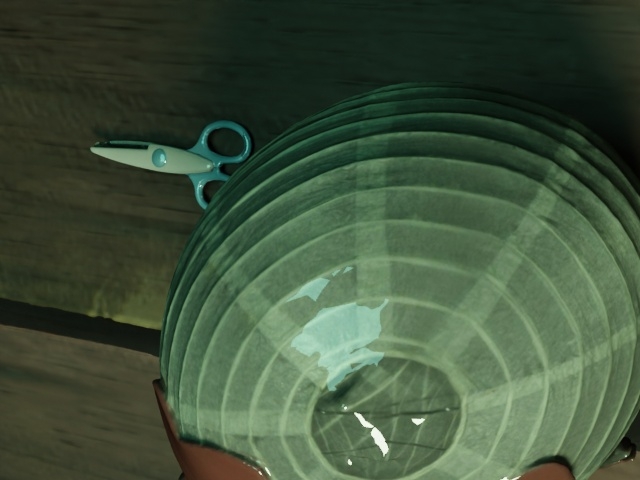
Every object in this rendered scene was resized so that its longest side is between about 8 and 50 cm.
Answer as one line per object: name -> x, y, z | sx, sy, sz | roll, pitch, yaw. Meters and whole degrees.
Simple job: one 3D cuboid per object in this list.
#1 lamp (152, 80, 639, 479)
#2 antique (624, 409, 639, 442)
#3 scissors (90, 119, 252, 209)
lamp -> 0.040, 0.045, 0.912 | 0.265, 0.233, 0.233 | -12, 85, 16
antique -> 0.105, 0.109, 1.007 | 0.192, 0.015, 0.031 | -21, 81, 36
scissors -> -0.092, -0.049, 1.145 | 0.119, 0.014, 0.058 | 9, 97, 32
